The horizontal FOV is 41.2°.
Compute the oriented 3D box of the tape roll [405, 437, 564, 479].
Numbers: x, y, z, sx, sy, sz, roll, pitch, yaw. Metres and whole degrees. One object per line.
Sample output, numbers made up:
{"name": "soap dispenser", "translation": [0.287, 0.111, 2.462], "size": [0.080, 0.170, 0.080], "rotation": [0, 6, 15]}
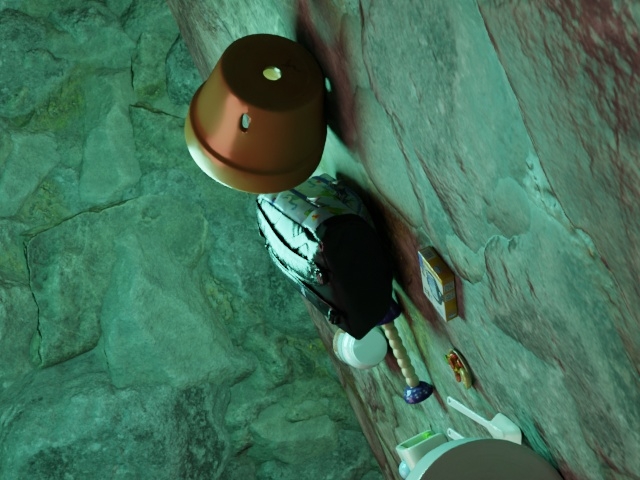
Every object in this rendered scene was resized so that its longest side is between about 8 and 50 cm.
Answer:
{"name": "tape roll", "translation": [0.265, 0.463, 1.374], "size": [0.286, 0.286, 0.100], "rotation": [64, 170, 8]}

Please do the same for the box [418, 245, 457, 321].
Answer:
{"name": "box", "translation": [0.207, 0.082, 1.495], "size": [0.081, 0.028, 0.136], "rotation": [56, 165, 41]}

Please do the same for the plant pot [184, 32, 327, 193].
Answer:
{"name": "plant pot", "translation": [-0.114, -0.266, 1.680], "size": [0.291, 0.291, 0.203], "rotation": [61, 154, 23]}

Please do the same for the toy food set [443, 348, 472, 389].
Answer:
{"name": "toy food set", "translation": [0.264, 0.245, 1.623], "size": [0.083, 0.020, 0.082], "rotation": [63, 171, 9]}

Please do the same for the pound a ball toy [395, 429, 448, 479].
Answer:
{"name": "pound a ball toy", "translation": [0.295, 0.645, 2.130], "size": [0.319, 0.135, 0.208], "rotation": [65, 170, 5]}

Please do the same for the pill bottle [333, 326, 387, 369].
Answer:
{"name": "pill bottle", "translation": [0.109, 0.278, 2.254], "size": [0.121, 0.121, 0.216], "rotation": [65, 170, 0]}

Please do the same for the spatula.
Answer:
{"name": "spatula", "translation": [0.294, 0.384, 1.570], "size": [0.242, 0.019, 0.168], "rotation": [-157, 67, -68]}

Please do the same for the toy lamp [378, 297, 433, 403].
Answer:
{"name": "toy lamp", "translation": [0.175, 0.235, 1.924], "size": [0.275, 0.080, 0.080], "rotation": [65, 171, -17]}

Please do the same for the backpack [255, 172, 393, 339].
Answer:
{"name": "backpack", "translation": [0.000, 0.000, 1.847], "size": [0.355, 0.273, 0.290], "rotation": [21, 142, 45]}
